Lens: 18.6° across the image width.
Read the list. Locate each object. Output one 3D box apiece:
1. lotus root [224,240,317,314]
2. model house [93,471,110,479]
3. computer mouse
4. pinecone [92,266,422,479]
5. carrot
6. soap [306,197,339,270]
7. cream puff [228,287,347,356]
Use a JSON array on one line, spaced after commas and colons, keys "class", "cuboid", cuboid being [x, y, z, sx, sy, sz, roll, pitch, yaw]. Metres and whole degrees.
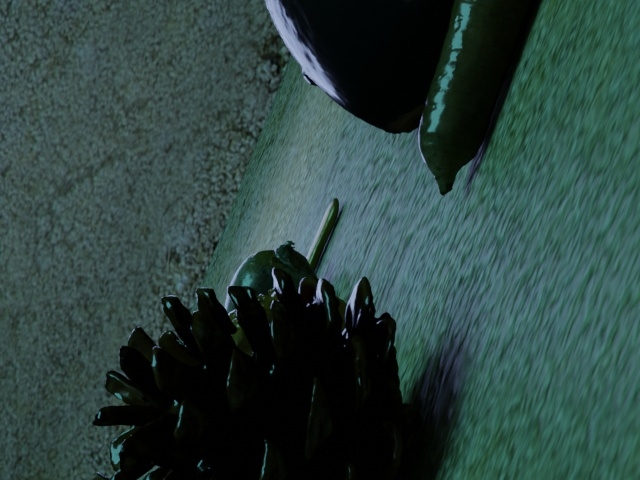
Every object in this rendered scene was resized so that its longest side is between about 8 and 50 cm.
[{"class": "lotus root", "cuboid": [-0.051, 0.078, 1.802, 0.088, 0.088, 0.165, -91, 13, -72]}, {"class": "model house", "cuboid": [-0.154, 0.280, 1.386, 0.326, 0.169, 0.244, -40, 20, 44]}, {"class": "computer mouse", "cuboid": [0.031, -0.169, 1.477, 0.116, 0.183, 0.323, -41, -1, -14]}, {"class": "pinecone", "cuboid": [-0.036, 0.112, 1.146, 0.208, 0.207, 0.208, -159, 90, -83]}, {"class": "carrot", "cuboid": [0.126, -0.195, 1.313, 0.070, 0.070, 0.342, 154, 135, -80]}, {"class": "soap", "cuboid": [0.000, 0.000, 1.890, 0.034, 0.012, 0.089, -94, 26, -73]}, {"class": "cream puff", "cuboid": [-0.042, 0.118, 1.405, 0.189, 0.129, 0.189, -162, 90, -84]}]
